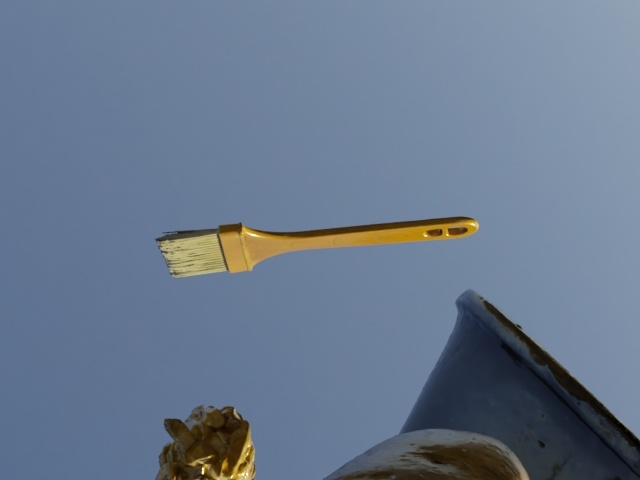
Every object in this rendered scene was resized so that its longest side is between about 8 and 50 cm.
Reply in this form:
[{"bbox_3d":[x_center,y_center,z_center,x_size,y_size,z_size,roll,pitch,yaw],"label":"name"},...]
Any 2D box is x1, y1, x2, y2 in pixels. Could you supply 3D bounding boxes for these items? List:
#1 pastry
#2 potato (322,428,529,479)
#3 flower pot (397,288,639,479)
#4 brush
[{"bbox_3d":[-0.136,0.281,1.766,0.102,0.250,0.154,28,-115,13],"label":"pastry"},{"bbox_3d":[0.031,0.235,1.083,0.176,0.195,0.369,43,-143,16],"label":"potato"},{"bbox_3d":[0.206,0.258,1.677,0.379,0.251,0.379,45,-178,-2],"label":"flower pot"},{"bbox_3d":[0.000,0.000,1.317,0.103,0.272,0.013,83,-178,-71],"label":"brush"}]
